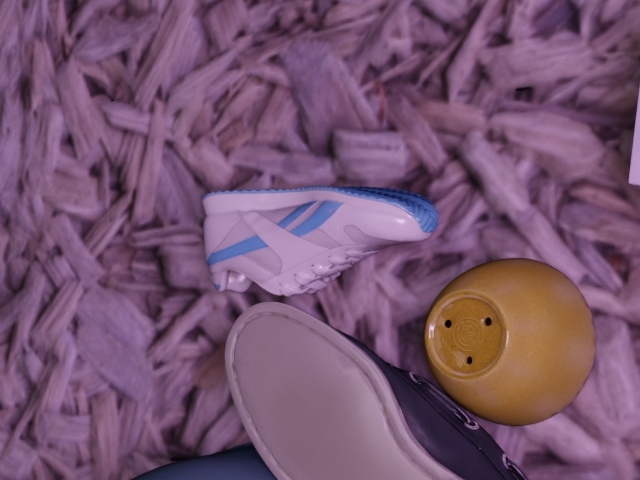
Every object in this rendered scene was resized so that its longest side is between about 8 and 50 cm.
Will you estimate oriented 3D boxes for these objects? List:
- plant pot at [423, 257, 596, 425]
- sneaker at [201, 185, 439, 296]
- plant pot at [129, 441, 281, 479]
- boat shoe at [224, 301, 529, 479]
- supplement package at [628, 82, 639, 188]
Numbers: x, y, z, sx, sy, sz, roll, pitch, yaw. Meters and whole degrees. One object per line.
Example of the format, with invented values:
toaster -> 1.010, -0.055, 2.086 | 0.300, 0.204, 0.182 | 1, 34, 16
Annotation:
plant pot -> 0.132, 0.076, 1.050 | 0.134, 0.095, 0.134 | -4, 82, 30
sneaker -> 0.000, 0.000, 1.151 | 0.229, 0.087, 0.092 | -2, 89, 37
plant pot -> -0.104, 0.296, 1.068 | 0.272, 0.255, 0.271 | -4, 82, 31
boat shoe -> 0.068, 0.170, 1.066 | 0.340, 0.113, 0.127 | 36, 105, 25
supplement package -> 0.350, -0.085, 0.920 | 0.244, 0.134, 0.139 | 5, 85, 31
